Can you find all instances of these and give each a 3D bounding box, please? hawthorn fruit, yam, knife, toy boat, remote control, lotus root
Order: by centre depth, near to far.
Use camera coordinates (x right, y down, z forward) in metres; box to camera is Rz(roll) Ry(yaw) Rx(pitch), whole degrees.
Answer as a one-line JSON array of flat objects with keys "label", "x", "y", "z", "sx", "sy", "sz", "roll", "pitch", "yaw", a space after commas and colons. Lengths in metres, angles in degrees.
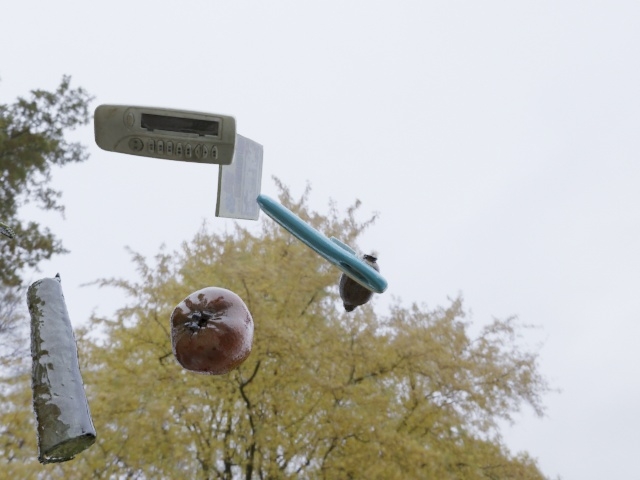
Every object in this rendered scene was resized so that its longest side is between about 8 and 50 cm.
[{"label": "yam", "x": -0.167, "y": 0.070, "z": 0.307, "sx": 0.033, "sy": 0.129, "sz": 0.027, "roll": -29, "pitch": -35, "yaw": -7}, {"label": "knife", "x": 0.000, "y": 0.000, "z": 0.669, "sx": 0.031, "sy": 0.222, "sz": 0.064, "roll": -51, "pitch": -19, "yaw": -9}, {"label": "remote control", "x": -0.259, "y": -0.183, "z": 0.846, "sx": 0.231, "sy": 0.049, "sz": 0.090, "roll": 5, "pitch": -70, "yaw": -9}, {"label": "hawthorn fruit", "x": -0.234, "y": 0.226, "z": 1.171, "sx": 0.200, "sy": 0.199, "sz": 0.251, "roll": -24, "pitch": -33, "yaw": 8}, {"label": "toy boat", "x": -0.875, "y": -0.047, "z": 1.331, "sx": 0.115, "sy": 0.016, "sz": 0.063, "roll": 29, "pitch": -29, "yaw": 3}, {"label": "lotus root", "x": 0.118, "y": 0.135, "z": 1.561, "sx": 0.120, "sy": 0.120, "sz": 0.209, "roll": 16, "pitch": -73, "yaw": -18}]

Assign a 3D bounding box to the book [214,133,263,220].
[{"label": "book", "x": -0.161, "y": -0.126, "z": 1.008, "sx": 0.013, "sy": 0.192, "sz": 0.167, "roll": 5, "pitch": -88, "yaw": 16}]
